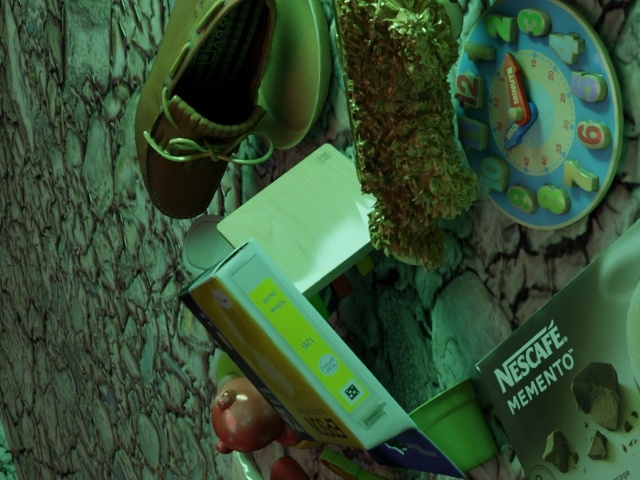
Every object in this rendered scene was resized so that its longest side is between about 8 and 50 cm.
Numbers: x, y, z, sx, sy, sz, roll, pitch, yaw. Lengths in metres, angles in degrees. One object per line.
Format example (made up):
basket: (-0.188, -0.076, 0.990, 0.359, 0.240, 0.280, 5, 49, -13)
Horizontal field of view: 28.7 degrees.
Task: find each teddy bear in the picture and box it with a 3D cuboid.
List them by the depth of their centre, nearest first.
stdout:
teddy bear: (0.080, -0.121, 1.164, 0.245, 0.113, 0.338, -104, 3, -58)

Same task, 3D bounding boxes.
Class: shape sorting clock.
shape sorting clock: (0.182, -0.110, 1.084, 0.206, 0.040, 0.206, 31, 126, 55)

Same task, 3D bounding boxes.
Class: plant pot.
plant pot: (0.136, 0.191, 1.247, 0.079, 0.083, 0.083, 59, 148, 13)
plant pot: (-0.046, -0.226, 1.478, 0.236, 0.032, 0.236, 32, 128, 54)

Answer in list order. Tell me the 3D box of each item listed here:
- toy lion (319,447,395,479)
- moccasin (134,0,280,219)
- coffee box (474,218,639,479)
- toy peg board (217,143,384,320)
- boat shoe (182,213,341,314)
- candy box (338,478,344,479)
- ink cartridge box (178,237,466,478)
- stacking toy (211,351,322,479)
toy lion: (0.046, 0.266, 1.396, 0.096, 0.034, 0.100, 20, 160, 36)
moccasin: (-0.128, -0.166, 1.491, 0.380, 0.139, 0.147, -62, 37, 37)
coffee box: (0.260, 0.085, 0.894, 0.297, 0.118, 0.168, -50, 55, 47)
toy peg board: (0.000, 0.000, 1.374, 0.161, 0.160, 0.079, 43, 166, 43)
boat shoe: (-0.055, 0.031, 1.527, 0.302, 0.091, 0.114, 27, 98, 51)
candy box: (0.033, 0.414, 1.346, 0.316, 0.182, 0.088, 53, 143, 39)
ink cartridge box: (-0.016, 0.145, 1.308, 0.307, 0.072, 0.303, 51, 165, -3)
stacking toy: (-0.108, 0.293, 1.670, 0.279, 0.130, 0.309, 21, 118, 58)
